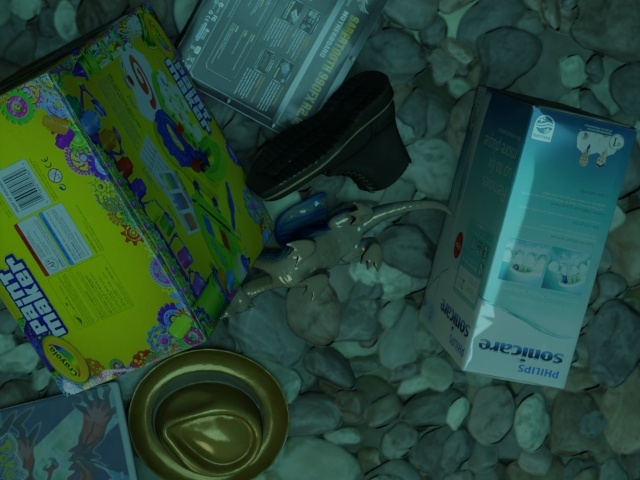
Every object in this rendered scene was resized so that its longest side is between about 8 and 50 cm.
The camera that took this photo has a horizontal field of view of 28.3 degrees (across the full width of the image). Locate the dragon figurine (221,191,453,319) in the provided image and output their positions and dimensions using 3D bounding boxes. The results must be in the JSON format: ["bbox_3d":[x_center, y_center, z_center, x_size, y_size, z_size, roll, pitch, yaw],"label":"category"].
[{"bbox_3d":[0.000,0.000,1.457,0.289,0.144,0.085,-32,109,-19],"label":"dragon figurine"}]

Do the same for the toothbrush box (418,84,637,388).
[{"bbox_3d":[0.224,-0.010,1.429,0.126,0.216,0.295,11,102,-11],"label":"toothbrush box"}]

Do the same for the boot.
[{"bbox_3d":[0.021,-0.078,1.418,0.198,0.077,0.137,-38,136,-12],"label":"boot"}]

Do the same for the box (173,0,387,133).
[{"bbox_3d":[-0.042,-0.247,1.413,0.183,0.056,0.231,27,97,-15],"label":"box"}]

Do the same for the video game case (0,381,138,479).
[{"bbox_3d":[-0.300,0.272,1.436,0.183,0.023,0.201,-13,60,-7],"label":"video game case"}]

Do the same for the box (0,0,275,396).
[{"bbox_3d":[-0.215,-0.050,1.291,0.177,0.279,0.290,-23,106,21],"label":"box"}]

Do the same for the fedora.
[{"bbox_3d":[-0.129,0.222,1.491,0.194,0.079,0.194,-2,102,-8],"label":"fedora"}]
